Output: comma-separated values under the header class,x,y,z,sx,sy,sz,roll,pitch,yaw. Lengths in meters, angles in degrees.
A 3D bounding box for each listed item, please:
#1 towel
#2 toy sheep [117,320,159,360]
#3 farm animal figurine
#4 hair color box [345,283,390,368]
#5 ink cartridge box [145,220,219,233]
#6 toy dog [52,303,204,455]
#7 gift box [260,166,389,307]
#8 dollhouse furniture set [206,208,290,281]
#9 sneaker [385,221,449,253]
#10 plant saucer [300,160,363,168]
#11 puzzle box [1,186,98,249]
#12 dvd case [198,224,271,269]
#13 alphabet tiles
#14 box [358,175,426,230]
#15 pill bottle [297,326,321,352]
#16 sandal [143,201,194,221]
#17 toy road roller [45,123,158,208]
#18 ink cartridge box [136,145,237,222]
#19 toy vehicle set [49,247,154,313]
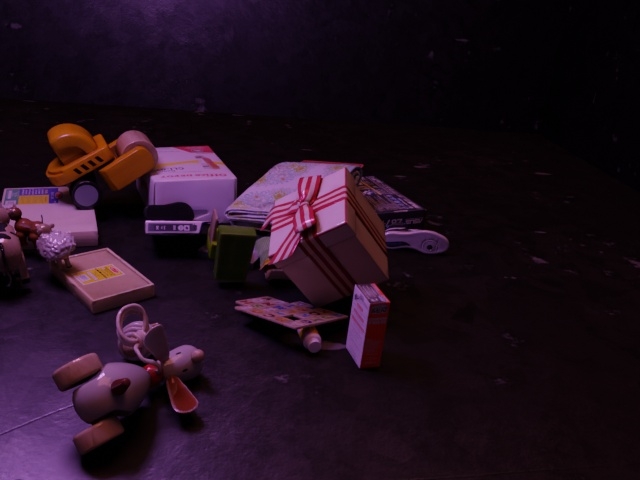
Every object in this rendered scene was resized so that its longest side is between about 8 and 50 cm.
class,x,y,z,sx,sy,sz,roll,pitch,yaw
towel,-0.084,-0.148,2.067,0.321,0.090,0.374,10,38,30
toy sheep,-0.390,0.214,1.385,0.091,0.091,0.132,5,9,-1
farm animal figurine,-0.835,-0.002,1.620,0.330,0.172,0.327,-26,37,-38
hair color box,0.105,0.191,1.446,0.053,0.167,0.093,-2,25,-19
ink cartridge box,-0.407,-0.036,1.920,0.208,0.045,0.206,-1,-1,-10
toy dog,-0.324,0.246,1.188,0.161,0.220,0.333,-28,14,31
gift box,0.000,0.000,1.638,0.276,0.258,0.255,-26,36,16
dollhouse furniture set,-0.151,0.002,1.792,0.302,0.151,0.197,4,31,-19
sneaker,0.308,-0.019,2.101,0.217,0.079,0.121,6,24,5
plant saucer,-0.012,-0.207,2.281,0.259,0.047,0.259,7,32,29
puzzle box,-0.844,-0.079,2.002,0.272,0.052,0.409,-4,25,-21
dvd case,-0.236,0.014,1.958,0.179,0.029,0.238,13,25,16
alphabet tiles,-0.084,0.171,1.576,0.237,0.009,0.198,13,10,37
box,0.141,-0.129,2.301,0.318,0.097,0.395,-4,24,-24
pill bottle,-0.024,0.225,1.495,0.043,0.043,0.083,-2,24,-17
sandal,-0.477,-0.087,2.016,0.179,0.067,0.040,0,-3,-43
toy road roller,-0.709,-0.278,2.037,0.330,0.240,0.202,-32,34,-10
ink cartridge box,-0.471,-0.199,2.232,0.279,0.160,0.384,-5,26,-23
toy vehicle set,-0.570,0.098,1.673,0.166,0.035,0.267,-15,30,-40
